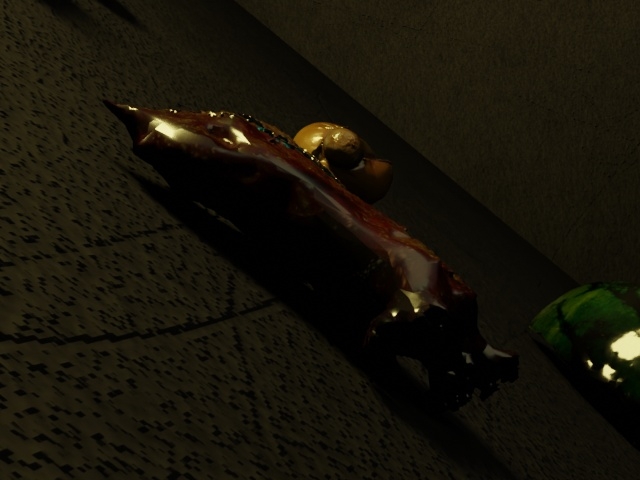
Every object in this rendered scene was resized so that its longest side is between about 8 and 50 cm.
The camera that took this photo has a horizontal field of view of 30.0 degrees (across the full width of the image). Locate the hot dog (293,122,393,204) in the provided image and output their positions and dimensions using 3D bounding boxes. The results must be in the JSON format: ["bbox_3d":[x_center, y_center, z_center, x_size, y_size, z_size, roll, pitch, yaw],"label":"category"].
[{"bbox_3d":[0.018,-0.070,1.030,0.090,0.060,0.140,37,11,20],"label":"hot dog"}]

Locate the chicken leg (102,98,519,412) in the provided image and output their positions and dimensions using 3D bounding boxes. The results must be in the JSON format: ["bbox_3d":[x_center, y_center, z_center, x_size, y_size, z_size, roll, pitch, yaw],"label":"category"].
[{"bbox_3d":[0.000,0.000,0.592,0.234,0.063,0.105,39,4,12],"label":"chicken leg"}]

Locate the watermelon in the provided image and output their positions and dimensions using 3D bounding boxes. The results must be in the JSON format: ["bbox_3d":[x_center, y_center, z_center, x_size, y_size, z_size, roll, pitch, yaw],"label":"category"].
[{"bbox_3d":[0.301,0.137,1.062,0.301,0.123,0.129,47,-10,31],"label":"watermelon"}]
